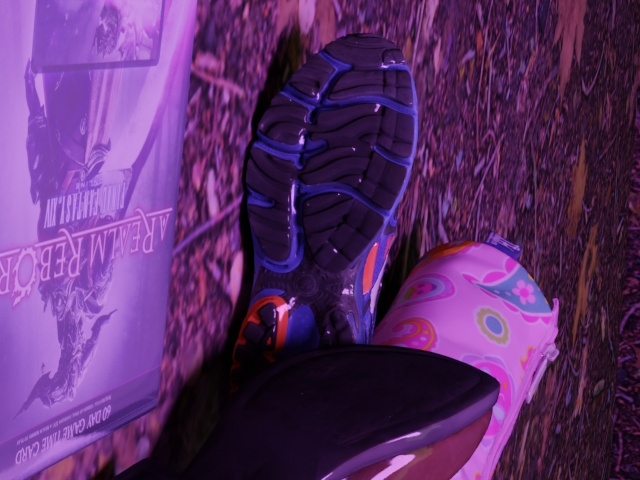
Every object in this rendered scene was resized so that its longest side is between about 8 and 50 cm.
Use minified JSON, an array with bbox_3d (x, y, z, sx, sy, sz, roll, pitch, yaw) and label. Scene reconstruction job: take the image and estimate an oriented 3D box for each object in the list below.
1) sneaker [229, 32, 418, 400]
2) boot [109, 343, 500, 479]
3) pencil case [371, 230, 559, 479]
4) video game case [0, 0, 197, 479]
[{"bbox_3d":[0.000,0.000,0.905,0.087,0.083,0.221,-44,149,-80],"label":"sneaker"},{"bbox_3d":[-0.010,0.209,0.830,0.264,0.096,0.280,-33,132,-48],"label":"boot"},{"bbox_3d":[0.072,0.114,1.111,0.284,0.124,0.124,-57,151,-53],"label":"pencil case"},{"bbox_3d":[-0.093,-0.052,0.630,0.196,0.026,0.274,-22,119,-71],"label":"video game case"}]
